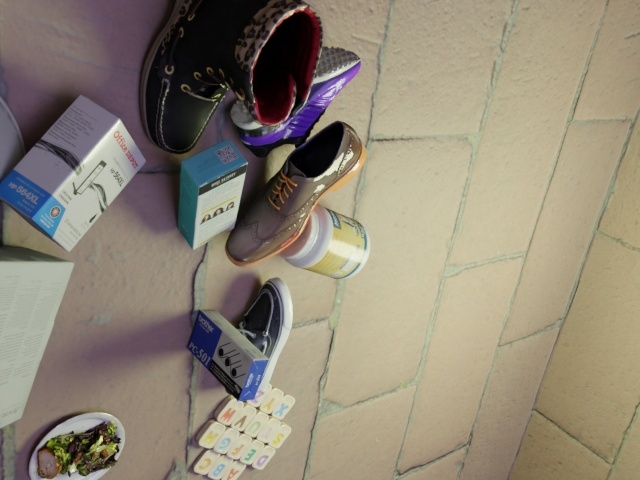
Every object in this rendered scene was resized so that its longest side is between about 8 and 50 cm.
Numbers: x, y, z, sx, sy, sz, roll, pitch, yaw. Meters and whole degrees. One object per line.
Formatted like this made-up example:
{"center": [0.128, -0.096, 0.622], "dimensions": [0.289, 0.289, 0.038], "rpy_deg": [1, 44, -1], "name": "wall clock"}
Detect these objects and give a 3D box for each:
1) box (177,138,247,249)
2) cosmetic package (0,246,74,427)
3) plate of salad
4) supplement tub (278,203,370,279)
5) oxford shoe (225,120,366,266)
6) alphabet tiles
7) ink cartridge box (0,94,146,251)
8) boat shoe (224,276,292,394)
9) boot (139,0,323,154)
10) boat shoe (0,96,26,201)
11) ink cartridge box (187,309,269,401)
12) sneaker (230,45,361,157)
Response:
{"center": [-0.203, -0.078, 1.270], "dimensions": [0.101, 0.060, 0.244], "rpy_deg": [-30, 164, -25], "name": "box"}
{"center": [-0.510, 0.151, 0.997], "dimensions": [0.377, 0.098, 0.284], "rpy_deg": [53, 54, -87], "name": "cosmetic package"}
{"center": [-0.492, 0.442, 1.422], "dimensions": [0.200, 0.048, 0.199], "rpy_deg": [-22, 127, -32], "name": "plate of salad"}
{"center": [0.000, 0.000, 1.528], "dimensions": [0.200, 0.144, 0.144], "rpy_deg": [20, 100, -47], "name": "supplement tub"}
{"center": [-0.068, -0.100, 1.382], "dimensions": [0.363, 0.130, 0.133], "rpy_deg": [-48, 158, -1], "name": "oxford shoe"}
{"center": [-0.186, 0.489, 1.749], "dimensions": [0.278, 0.021, 0.284], "rpy_deg": [-51, 138, -5], "name": "alphabet tiles"}
{"center": [-0.387, -0.104, 1.097], "dimensions": [0.203, 0.086, 0.148], "rpy_deg": [-54, 165, -15], "name": "ink cartridge box"}
{"center": [-0.151, 0.222, 1.563], "dimensions": [0.102, 0.108, 0.301], "rpy_deg": [-5, 125, -42], "name": "boat shoe"}
{"center": [-0.151, -0.262, 1.108], "dimensions": [0.138, 0.284, 0.377], "rpy_deg": [6, 120, -43], "name": "boot"}
{"center": [-0.527, -0.179, 0.998], "dimensions": [0.099, 0.116, 0.319], "rpy_deg": [-2, 138, 9], "name": "boat shoe"}
{"center": [-0.197, 0.235, 1.445], "dimensions": [0.046, 0.207, 0.097], "rpy_deg": [6, 110, -45], "name": "ink cartridge box"}
{"center": [-0.040, -0.266, 1.374], "dimensions": [0.293, 0.102, 0.146], "rpy_deg": [-35, 141, -17], "name": "sneaker"}
